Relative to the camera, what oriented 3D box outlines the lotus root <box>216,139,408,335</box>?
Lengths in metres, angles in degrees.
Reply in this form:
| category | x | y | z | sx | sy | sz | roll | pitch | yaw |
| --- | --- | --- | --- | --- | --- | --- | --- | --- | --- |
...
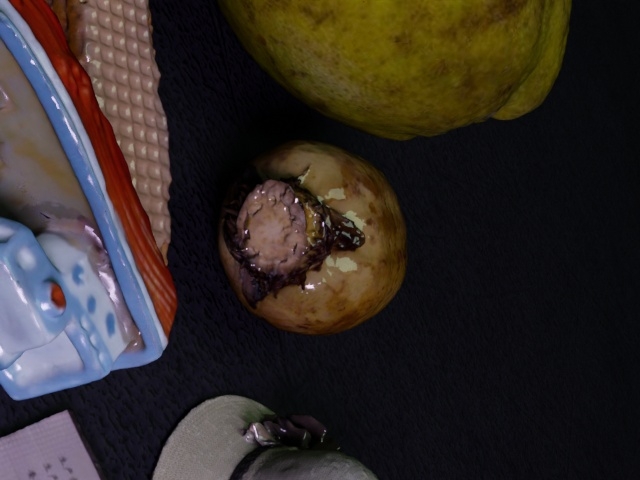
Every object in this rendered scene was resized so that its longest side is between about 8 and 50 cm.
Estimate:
| category | x | y | z | sx | sy | sz | roll | pitch | yaw |
| --- | --- | --- | --- | --- | --- | --- | --- | --- | --- |
| lotus root | 0.000 | 0.000 | 1.006 | 0.314 | 0.141 | 0.169 | 6 | 75 | -68 |

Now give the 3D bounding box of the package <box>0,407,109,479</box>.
| category | x | y | z | sx | sy | sz | roll | pitch | yaw |
| --- | --- | --- | --- | --- | --- | --- | --- | --- | --- |
| package | -0.174 | 0.247 | 0.697 | 0.204 | 0.062 | 0.251 | -18 | 90 | -61 |

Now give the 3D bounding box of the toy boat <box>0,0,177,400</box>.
| category | x | y | z | sx | sy | sz | roll | pitch | yaw |
| --- | --- | --- | --- | --- | --- | --- | --- | --- | --- |
| toy boat | -0.211 | -0.048 | 0.666 | 0.332 | 0.145 | 0.133 | 67 | 24 | -22 |

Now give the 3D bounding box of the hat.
| category | x | y | z | sx | sy | sz | roll | pitch | yaw |
| --- | --- | --- | --- | --- | --- | --- | --- | --- | --- |
| hat | -0.010 | 0.242 | 0.898 | 0.257 | 0.130 | 0.257 | 31 | 52 | -51 |

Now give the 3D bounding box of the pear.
| category | x | y | z | sx | sy | sz | roll | pitch | yaw |
| --- | --- | --- | --- | --- | --- | --- | --- | --- | --- |
| pear | 0.054 | -0.279 | 1.029 | 0.413 | 0.352 | 0.352 | 63 | 32 | -9 |

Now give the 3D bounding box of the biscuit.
| category | x | y | z | sx | sy | sz | roll | pitch | yaw |
| --- | --- | --- | --- | --- | --- | --- | --- | --- | --- |
| biscuit | -0.171 | -0.153 | 0.868 | 0.094 | 0.054 | 0.379 | 11 | 69 | -56 |
